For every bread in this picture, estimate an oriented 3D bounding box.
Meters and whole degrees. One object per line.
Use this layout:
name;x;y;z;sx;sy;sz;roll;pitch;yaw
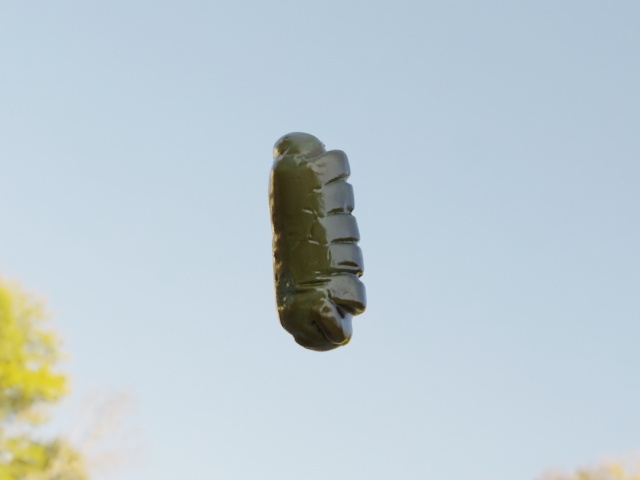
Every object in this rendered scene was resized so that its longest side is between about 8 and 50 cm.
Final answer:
bread;0.000;0.000;0.680;0.033;0.088;0.049;-6;-8;14
